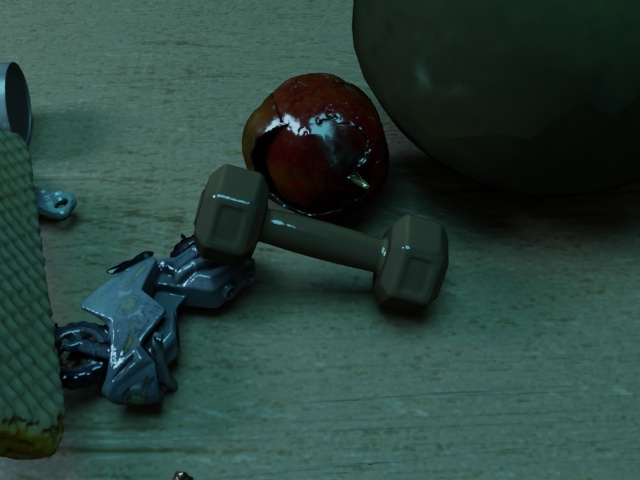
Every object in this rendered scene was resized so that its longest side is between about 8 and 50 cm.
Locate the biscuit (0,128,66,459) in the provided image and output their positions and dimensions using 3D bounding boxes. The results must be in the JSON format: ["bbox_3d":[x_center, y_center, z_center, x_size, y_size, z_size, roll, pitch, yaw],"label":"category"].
[{"bbox_3d":[-0.290,0.019,0.752,0.054,0.094,0.379,-38,49,17],"label":"biscuit"}]

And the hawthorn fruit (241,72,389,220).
[{"bbox_3d":[0.004,-0.086,0.853,0.148,0.148,0.172,-24,44,-18],"label":"hawthorn fruit"}]

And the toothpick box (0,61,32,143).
[{"bbox_3d":[-0.411,-0.147,0.958,0.148,0.098,0.098,-4,48,-2],"label":"toothpick box"}]

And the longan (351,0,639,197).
[{"bbox_3d":[0.213,-0.217,0.839,0.404,0.336,0.404,13,22,-5],"label":"longan"}]

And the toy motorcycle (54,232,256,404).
[{"bbox_3d":[-0.142,0.068,0.769,0.122,0.080,0.215,32,54,28],"label":"toy motorcycle"}]

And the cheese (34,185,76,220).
[{"bbox_3d":[-0.342,-0.049,0.902,0.171,0.048,0.092,29,56,25],"label":"cheese"}]

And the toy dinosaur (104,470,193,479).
[{"bbox_3d":[-0.103,0.213,0.656,0.154,0.049,0.055,16,54,10],"label":"toy dinosaur"}]

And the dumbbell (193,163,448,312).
[{"bbox_3d":[0.000,0.000,0.782,0.230,0.092,0.082,16,12,-7],"label":"dumbbell"}]
